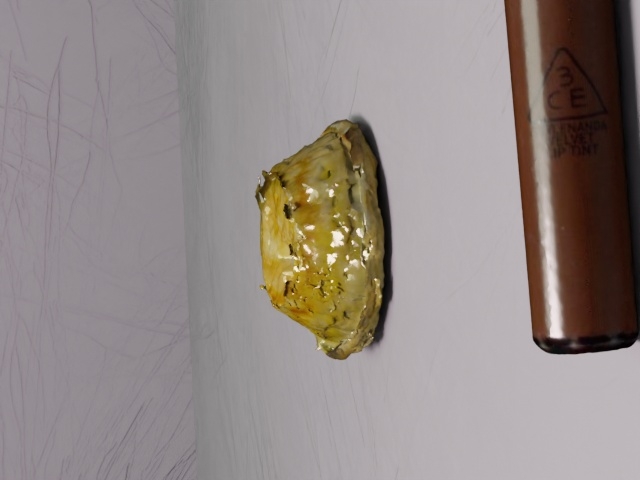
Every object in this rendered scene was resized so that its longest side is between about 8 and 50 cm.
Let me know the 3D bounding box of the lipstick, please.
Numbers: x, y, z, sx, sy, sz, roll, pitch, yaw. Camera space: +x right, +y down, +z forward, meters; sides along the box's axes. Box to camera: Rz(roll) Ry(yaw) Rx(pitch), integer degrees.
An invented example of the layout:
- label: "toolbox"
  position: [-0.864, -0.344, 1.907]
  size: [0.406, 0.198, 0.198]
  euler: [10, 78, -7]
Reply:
- label: "lipstick"
  position: [0.119, -0.122, 0.769]
  size: [0.057, 0.057, 0.357]
  euler: [176, 90, -78]

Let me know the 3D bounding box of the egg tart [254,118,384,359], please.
- label: "egg tart"
  position: [-0.001, 0.001, 1.327]
  size: [0.212, 0.090, 0.213]
  euler: [175, 90, -74]
